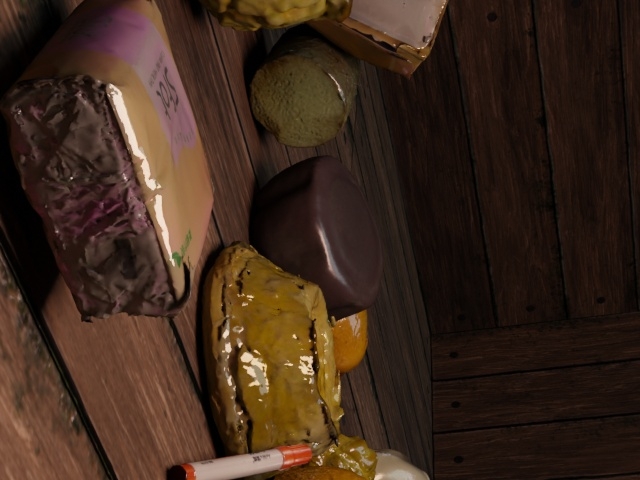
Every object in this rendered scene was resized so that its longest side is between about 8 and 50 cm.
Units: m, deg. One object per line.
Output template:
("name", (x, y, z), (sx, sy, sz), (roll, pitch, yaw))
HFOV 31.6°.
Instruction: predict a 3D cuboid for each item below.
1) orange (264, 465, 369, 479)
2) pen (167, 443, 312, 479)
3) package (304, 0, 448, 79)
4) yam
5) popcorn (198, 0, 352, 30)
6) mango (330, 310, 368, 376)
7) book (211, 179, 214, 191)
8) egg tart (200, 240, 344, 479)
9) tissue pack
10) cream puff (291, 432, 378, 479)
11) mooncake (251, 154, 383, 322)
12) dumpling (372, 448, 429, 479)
("orange", (-0.007, 0.362, 1.266), (0.236, 0.236, 0.236), (-7, 90, -80))
("pen", (-0.082, 0.246, 1.239), (0.239, 0.028, 0.028), (6, 76, -57))
("package", (0.031, -0.368, 1.765), (0.221, 0.311, 0.165), (107, 7, -66))
("yam", (-0.021, -0.250, 1.801), (0.268, 0.161, 0.161), (-73, 154, -65))
("popcorn", (-0.064, -0.394, 1.448), (0.293, 0.237, 0.293), (-4, 90, -77))
("mango", (0.017, 0.080, 1.877), (0.177, 0.120, 0.295), (62, 22, -66))
("book", (-0.158, -0.097, 1.338), (0.118, 0.012, 0.172), (-85, 164, -53))
("egg tart", (-0.048, 0.162, 1.444), (0.345, 0.132, 0.345), (-8, 90, -82))
("tissue pack", (-0.171, -0.076, 0.950), (0.256, 0.123, 0.215), (-93, 170, -64))
("cream puff", (0.008, 0.346, 1.600), (0.146, 0.146, 0.116), (72, 16, -46))
("mooncake", (0.000, 0.000, 1.689), (0.245, 0.133, 0.245), (51, 25, -36))
("dumpling", (0.093, 0.463, 1.829), (0.318, 0.187, 0.243), (72, 11, -58))
